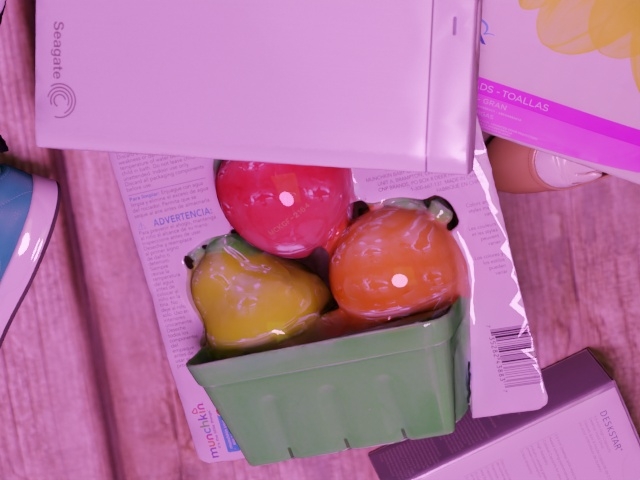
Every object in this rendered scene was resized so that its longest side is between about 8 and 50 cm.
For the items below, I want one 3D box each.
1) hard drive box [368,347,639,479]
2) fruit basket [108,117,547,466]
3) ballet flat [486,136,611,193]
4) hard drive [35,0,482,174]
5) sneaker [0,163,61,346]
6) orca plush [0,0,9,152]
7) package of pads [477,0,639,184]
[{"bbox_3d":[0.189,0.237,1.755,0.232,0.089,0.181,-25,110,-1],"label":"hard drive box"},{"bbox_3d":[0.000,0.000,1.601,0.327,0.165,0.353,-13,94,19],"label":"fruit basket"},{"bbox_3d":[0.257,-0.091,1.671,0.232,0.073,0.080,-18,112,-3],"label":"ballet flat"},{"bbox_3d":[-0.051,-0.179,1.491,0.353,0.047,0.233,4,101,11],"label":"hard drive"},{"bbox_3d":[-0.353,0.056,1.587,0.178,0.124,0.295,22,95,-20],"label":"sneaker"},{"bbox_3d":[-0.254,-0.212,1.495,0.102,0.151,0.287,-15,110,-39],"label":"orca plush"},{"bbox_3d":[0.208,-0.187,1.548,0.296,0.101,0.229,18,124,4],"label":"package of pads"}]
